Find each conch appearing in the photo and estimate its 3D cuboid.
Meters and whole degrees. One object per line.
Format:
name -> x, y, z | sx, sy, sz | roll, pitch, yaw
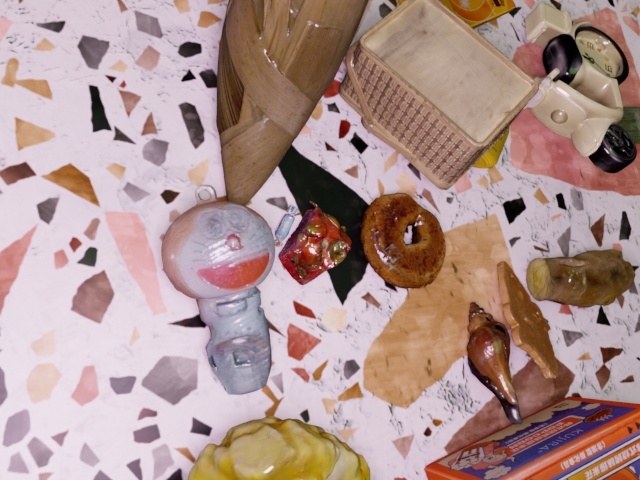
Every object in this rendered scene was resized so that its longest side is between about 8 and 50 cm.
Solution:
conch -> 0.322, 0.229, 1.314 | 0.080, 0.086, 0.233 | 7, 73, -24

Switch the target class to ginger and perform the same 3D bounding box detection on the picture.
ginger -> 0.551, 0.081, 1.448 | 0.262, 0.109, 0.117 | -2, 105, -25

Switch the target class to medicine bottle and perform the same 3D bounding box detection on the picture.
medicine bottle -> 0.366, -0.266, 1.466 | 0.095, 0.064, 0.261 | 28, 62, 0

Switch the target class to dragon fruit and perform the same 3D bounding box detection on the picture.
dragon fruit -> 0.000, 0.000, 1.211 | 0.102, 0.096, 0.147 | 39, 63, -9

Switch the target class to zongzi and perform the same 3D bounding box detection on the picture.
zongzi -> -0.023, -0.302, 1.043 | 0.218, 0.500, 0.467 | 9, 74, -17

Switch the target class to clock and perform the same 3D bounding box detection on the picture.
clock -> 0.562, -0.340, 1.520 | 0.276, 0.120, 0.379 | 21, 54, -14

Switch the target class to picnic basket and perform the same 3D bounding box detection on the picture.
picnic basket -> 0.211, -0.286, 1.314 | 0.313, 0.175, 0.228 | 43, 63, 7

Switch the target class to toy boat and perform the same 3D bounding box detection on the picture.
toy boat -> 0.758, -0.276, 1.659 | 0.292, 0.055, 0.093 | -6, 81, -25

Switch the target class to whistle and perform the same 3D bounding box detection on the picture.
whistle -> -0.143, 0.081, 1.092 | 0.189, 0.189, 0.348 | -15, 95, -28

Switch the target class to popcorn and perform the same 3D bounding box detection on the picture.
popcorn -> -0.057, 0.425, 1.015 | 0.334, 0.292, 0.293 | 66, 18, 3

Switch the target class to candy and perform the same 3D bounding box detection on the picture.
candy -> -0.060, -0.025, 1.229 | 0.030, 0.020, 0.083 | 28, 69, -14

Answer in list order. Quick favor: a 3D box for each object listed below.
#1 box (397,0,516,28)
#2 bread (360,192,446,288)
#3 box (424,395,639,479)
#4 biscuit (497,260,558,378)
box -> 0.294, -0.528, 1.503 | 0.269, 0.043, 0.152 | -29, 92, -28
bread -> 0.155, 0.002, 1.306 | 0.193, 0.064, 0.193 | 10, 68, -27
box -> 0.422, 0.483, 1.178 | 0.348, 0.257, 0.319 | -18, 88, -18
biscuit -> 0.407, 0.157, 1.377 | 0.162, 0.035, 0.250 | 9, 58, -52
